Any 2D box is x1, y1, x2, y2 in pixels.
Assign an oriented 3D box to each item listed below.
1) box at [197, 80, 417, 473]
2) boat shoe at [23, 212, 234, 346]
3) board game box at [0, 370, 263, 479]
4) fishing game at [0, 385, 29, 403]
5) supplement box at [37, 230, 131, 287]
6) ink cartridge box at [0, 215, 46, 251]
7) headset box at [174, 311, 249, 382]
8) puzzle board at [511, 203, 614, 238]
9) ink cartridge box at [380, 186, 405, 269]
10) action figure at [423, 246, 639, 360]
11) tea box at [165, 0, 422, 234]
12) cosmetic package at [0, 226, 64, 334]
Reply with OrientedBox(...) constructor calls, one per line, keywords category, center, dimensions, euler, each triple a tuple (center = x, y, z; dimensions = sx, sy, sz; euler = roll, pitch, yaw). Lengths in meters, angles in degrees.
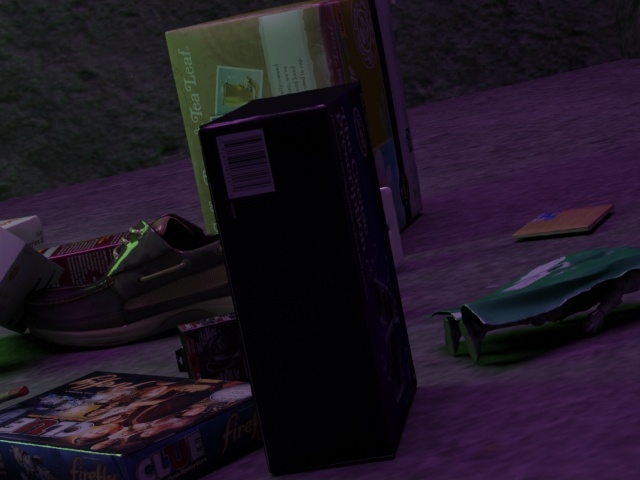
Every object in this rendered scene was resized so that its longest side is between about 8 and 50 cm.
OrientedBox(category="box", center=(-0.003, 0.021, 1.108), dimensions=(0.103, 0.261, 0.184), euler=(-10, 10, 9))
OrientedBox(category="boat shoe", center=(-0.167, 0.032, 1.623), dimensions=(0.355, 0.130, 0.132), euler=(-9, 10, 10))
OrientedBox(category="board game box", center=(-0.169, 0.156, 1.171), dimensions=(0.243, 0.042, 0.165), euler=(-2, 14, 44))
OrientedBox(category="fishing game", center=(-0.386, 0.172, 1.223), dimensions=(0.264, 0.041, 0.189), euler=(-22, -1, -28))
OrientedBox(category="supplement box", center=(-0.273, 0.039, 1.853), dimensions=(0.188, 0.081, 0.104), euler=(-11, 9, 0))
OrientedBox(category="ink cartridge box", center=(-0.533, 0.054, 1.967), dimensions=(0.272, 0.115, 0.198), euler=(-7, 11, 25))
OrientedBox(category="headset box", center=(-0.092, 0.103, 1.332), dimensions=(0.083, 0.062, 0.032), euler=(-14, 9, -12))
OrientedBox(category="puzzle board", center=(0.298, -0.021, 1.761), dimensions=(0.096, 0.011, 0.128), euler=(-8, 9, 26))
OrientedBox(category="ink cartridge box", center=(0.000, 0.000, 1.700), dimensions=(0.180, 0.104, 0.060), euler=(-12, 8, -8))
OrientedBox(category="action figure", center=(0.223, 0.048, 1.287), dimensions=(0.232, 0.063, 0.137), euler=(-18, 9, -16))
OrientedBox(category="tea box", center=(-0.023, -0.151, 1.933), dimensions=(0.220, 0.329, 0.323), euler=(-7, 12, 20))
OrientedBox(category="cosmetic package", center=(-0.360, 0.046, 1.650), dimensions=(0.060, 0.099, 0.239), euler=(29, -7, 4))
